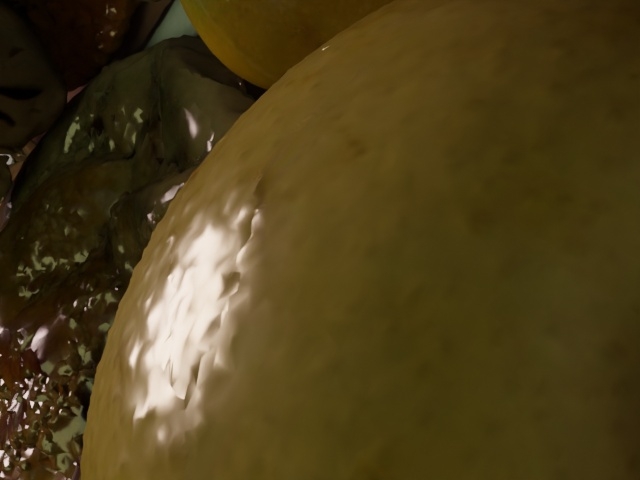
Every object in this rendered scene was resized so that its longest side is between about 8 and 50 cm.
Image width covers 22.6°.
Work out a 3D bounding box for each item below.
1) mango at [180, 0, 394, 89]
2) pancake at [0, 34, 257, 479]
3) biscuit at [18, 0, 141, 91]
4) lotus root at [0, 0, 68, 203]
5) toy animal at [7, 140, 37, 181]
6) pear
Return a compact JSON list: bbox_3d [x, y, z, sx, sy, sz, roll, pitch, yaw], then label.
[{"bbox_3d":[0.009,-0.176,0.660,0.156,0.114,0.251,53,135,36],"label":"mango"},{"bbox_3d":[-0.131,0.068,0.882,0.387,0.082,0.386,-33,48,48],"label":"pancake"},{"bbox_3d":[-0.200,-0.205,0.968,0.254,0.035,0.254,24,130,33],"label":"biscuit"},{"bbox_3d":[-0.266,-0.112,0.953,0.180,0.188,0.199,59,173,41],"label":"lotus root"},{"bbox_3d":[-0.192,-0.015,1.090,0.220,0.069,0.086,44,121,23],"label":"toy animal"},{"bbox_3d":[0.093,0.080,0.497,0.348,0.348,0.348,33,135,40],"label":"pear"}]
